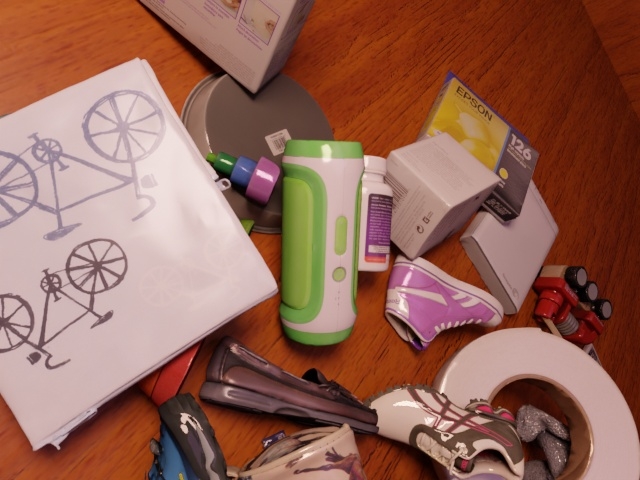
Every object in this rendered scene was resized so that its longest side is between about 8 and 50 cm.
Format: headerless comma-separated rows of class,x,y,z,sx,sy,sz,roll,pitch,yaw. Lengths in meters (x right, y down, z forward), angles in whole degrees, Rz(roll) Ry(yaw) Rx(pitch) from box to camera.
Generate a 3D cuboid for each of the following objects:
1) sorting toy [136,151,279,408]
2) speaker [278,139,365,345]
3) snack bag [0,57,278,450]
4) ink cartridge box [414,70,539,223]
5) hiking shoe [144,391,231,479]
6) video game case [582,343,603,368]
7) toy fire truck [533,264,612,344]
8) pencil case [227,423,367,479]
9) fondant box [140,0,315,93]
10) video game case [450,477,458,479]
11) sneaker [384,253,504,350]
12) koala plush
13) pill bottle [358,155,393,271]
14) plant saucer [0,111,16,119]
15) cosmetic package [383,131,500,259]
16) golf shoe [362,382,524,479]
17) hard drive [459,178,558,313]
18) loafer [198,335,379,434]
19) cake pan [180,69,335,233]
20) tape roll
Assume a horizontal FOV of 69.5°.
sorting toy,-0.176,0.031,0.617,0.126,0.127,0.365,23,74,-6
speaker,0.000,0.000,0.698,0.131,0.131,0.296,-8,106,-39
snack bag,-0.253,0.000,0.522,0.323,0.037,0.342,-33,92,-16
ink cartridge box,0.398,-0.248,1.127,0.304,0.072,0.307,36,62,-12
hiking shoe,-0.173,0.323,0.509,0.132,0.113,0.304,-5,100,-32
video game case,0.767,0.418,1.305,0.173,0.022,0.190,-31,97,-38
toy fire truck,0.637,0.211,1.188,0.217,0.158,0.246,44,68,-22
pencil case,0.008,0.458,0.585,0.160,0.184,0.410,35,37,-75
fondant box,-0.107,-0.395,0.601,0.238,0.330,0.096,39,56,-4
video game case,0.181,0.517,0.743,0.206,0.026,0.227,-30,100,6
sneaker,0.243,0.156,0.925,0.282,0.102,0.161,25,68,-19
koala plush,0.494,0.505,0.980,0.196,0.203,0.221,37,81,-44
pill bottle,0.070,-0.045,0.804,0.108,0.108,0.193,4,89,-37
plant saucer,-0.355,-0.106,0.571,0.119,0.021,0.119,11,72,-36
cosmetic package,0.209,-0.089,0.886,0.184,0.151,0.151,-26,64,-38
golf shoe,0.201,0.317,0.763,0.120,0.273,0.105,-78,176,-66
hard drive,0.499,-0.015,1.189,0.353,0.047,0.233,-44,106,-35
loafer,-0.028,0.223,0.692,0.303,0.109,0.095,24,61,-28
cake pan,-0.085,-0.159,0.771,0.293,0.054,0.293,10,73,-36
tape roll,0.396,0.362,0.874,0.392,0.072,0.391,1,69,-3
